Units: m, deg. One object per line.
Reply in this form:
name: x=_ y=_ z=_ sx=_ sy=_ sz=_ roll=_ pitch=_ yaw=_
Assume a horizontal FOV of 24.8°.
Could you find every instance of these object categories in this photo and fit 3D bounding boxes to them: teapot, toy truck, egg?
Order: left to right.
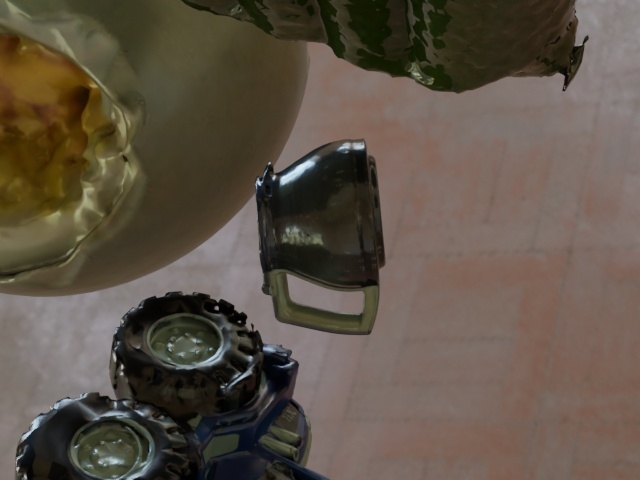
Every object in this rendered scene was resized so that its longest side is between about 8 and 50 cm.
egg: x=-0.146 y=-0.123 z=0.924 sx=0.278 sy=0.278 sz=0.336 roll=-10 pitch=25 yaw=22
toy truck: x=-0.072 y=0.133 z=0.646 sx=0.126 sy=0.113 sz=0.208 roll=22 pitch=42 yaw=13
teapot: x=0.000 y=0.000 z=0.645 sx=0.057 sy=0.088 sz=0.066 roll=-5 pitch=12 yaw=3

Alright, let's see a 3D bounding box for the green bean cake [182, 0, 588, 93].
green bean cake: x=0.028 y=-0.215 z=0.620 sx=0.247 sy=0.156 sz=0.250 roll=22 pitch=72 yaw=14
